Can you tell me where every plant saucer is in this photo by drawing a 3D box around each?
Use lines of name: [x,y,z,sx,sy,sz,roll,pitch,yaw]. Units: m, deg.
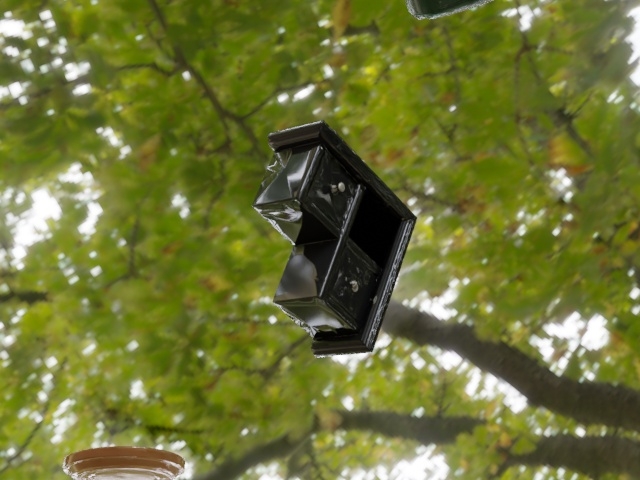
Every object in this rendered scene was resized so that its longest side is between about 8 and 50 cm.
plant saucer: [-0.135,0.158,0.862,0.083,0.083,0.013,-22,-122,38]

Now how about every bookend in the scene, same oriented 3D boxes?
bookend: [0.000,0.000,1.168,0.072,0.156,0.157,-9,-42,41]

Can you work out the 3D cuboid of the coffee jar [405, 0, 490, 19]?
coffee jar: [0.081,-0.256,0.881,0.096,0.079,0.184,-19,-72,6]
